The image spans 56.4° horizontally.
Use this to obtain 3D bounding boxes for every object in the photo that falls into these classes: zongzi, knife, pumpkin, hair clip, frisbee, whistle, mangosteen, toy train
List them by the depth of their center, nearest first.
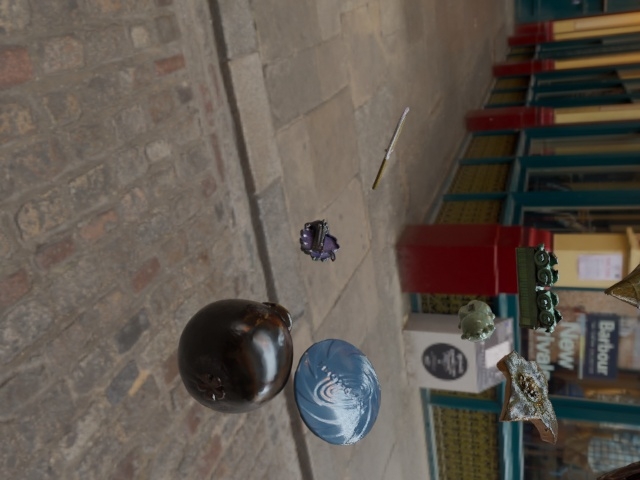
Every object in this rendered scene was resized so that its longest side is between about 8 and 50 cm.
[{"bbox_3d":[0.358,0.077,0.984,0.038,0.071,0.148,-7,96,-35],"label":"toy train"},{"bbox_3d":[-0.178,0.243,1.367,0.302,0.274,0.275,-44,131,-57],"label":"mangosteen"},{"bbox_3d":[0.058,0.406,1.627,0.289,0.049,0.290,15,61,-29],"label":"frisbee"},{"bbox_3d":[0.192,-0.254,1.663,0.046,0.022,0.256,-40,155,-54],"label":"knife"},{"bbox_3d":[0.919,0.086,1.692,0.134,0.288,0.286,105,-4,-47],"label":"zongzi"},{"bbox_3d":[0.455,0.234,1.741,0.092,0.110,0.244,63,16,-9],"label":"whistle"},{"bbox_3d":[0.000,-0.002,1.744,0.195,0.124,0.052,-87,-171,-55],"label":"hair clip"},{"bbox_3d":[0.647,0.474,1.889,0.258,0.095,0.290,33,39,-27],"label":"pumpkin"}]

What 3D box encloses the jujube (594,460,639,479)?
[{"bbox_3d":[0.856,0.698,1.525,0.258,0.376,0.259,-25,90,-87],"label":"jujube"}]
